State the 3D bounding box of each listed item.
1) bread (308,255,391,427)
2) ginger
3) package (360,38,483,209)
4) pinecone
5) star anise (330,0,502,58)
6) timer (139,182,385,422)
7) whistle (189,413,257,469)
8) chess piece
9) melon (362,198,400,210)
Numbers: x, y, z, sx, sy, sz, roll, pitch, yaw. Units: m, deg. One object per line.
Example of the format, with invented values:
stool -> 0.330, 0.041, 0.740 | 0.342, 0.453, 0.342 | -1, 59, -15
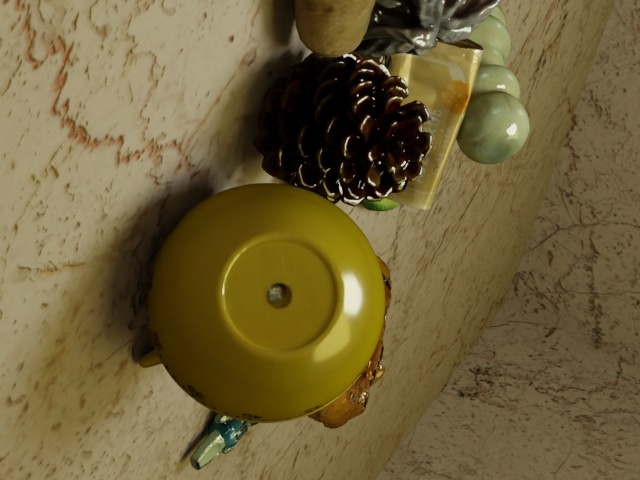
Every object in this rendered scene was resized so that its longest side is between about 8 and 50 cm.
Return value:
bread -> 0.016, 0.181, 2.039 | 0.358, 0.204, 0.336 | 58, 51, -67
ginger -> 0.013, -0.352, 1.443 | 0.267, 0.152, 0.138 | 65, 13, -61
package -> 0.126, -0.233, 1.866 | 0.165, 0.221, 0.311 | -10, 128, -42
pinecone -> 0.050, -0.158, 1.568 | 0.246, 0.292, 0.246 | -11, 111, -30
star anise -> 0.156, -0.340, 1.602 | 0.359, 0.316, 0.139 | 62, 17, -76
timer -> -0.088, 0.092, 1.532 | 0.376, 0.376, 0.387 | -58, -176, -14
whistle -> -0.169, 0.352, 2.037 | 0.236, 0.077, 0.114 | -42, 144, -34
chess piece -> 0.292, -0.282, 1.942 | 0.182, 0.182, 0.330 | 92, -11, -52
melon -> 0.133, -0.112, 2.228 | 0.262, 0.053, 0.114 | -11, 119, -67
